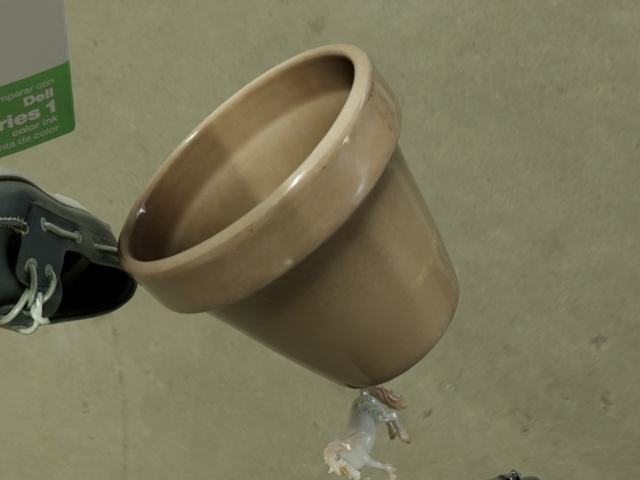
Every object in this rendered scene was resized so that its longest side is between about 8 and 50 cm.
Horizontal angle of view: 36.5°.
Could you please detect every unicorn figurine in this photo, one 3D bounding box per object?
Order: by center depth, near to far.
[{"bbox_3d":[0.048,0.226,1.070,0.060,0.111,0.162,-27,36,29],"label":"unicorn figurine"}]

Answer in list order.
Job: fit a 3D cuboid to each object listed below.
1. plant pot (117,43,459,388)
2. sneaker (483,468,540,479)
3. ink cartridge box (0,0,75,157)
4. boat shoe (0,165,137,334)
[{"bbox_3d":[0.000,0.000,0.831,0.263,0.263,0.229,-49,117,-11],"label":"plant pot"},{"bbox_3d":[0.143,0.265,0.899,0.130,0.286,0.109,-40,65,22],"label":"sneaker"},{"bbox_3d":[-0.229,-0.199,0.516,0.117,0.278,0.201,-23,62,-24],"label":"ink cartridge box"},{"bbox_3d":[-0.234,0.020,0.776,0.099,0.319,0.116,41,95,8],"label":"boat shoe"}]
